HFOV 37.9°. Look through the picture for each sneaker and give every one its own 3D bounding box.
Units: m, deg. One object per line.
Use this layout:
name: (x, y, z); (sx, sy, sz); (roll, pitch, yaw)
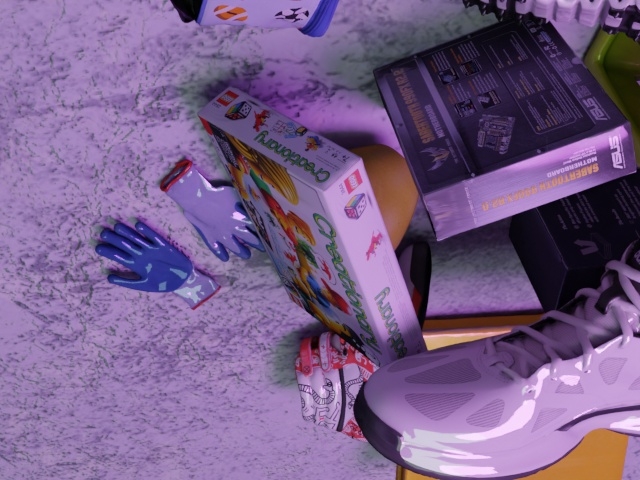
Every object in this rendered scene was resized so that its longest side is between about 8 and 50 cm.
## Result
sneaker: (0.221, -0.255, 0.861); (0.234, 0.106, 0.078); (12, 172, 10)
sneaker: (0.252, 0.076, 0.917); (0.447, 0.169, 0.258); (-5, 124, -19)
sneaker: (0.047, 0.120, 1.139); (0.144, 0.090, 0.270); (13, 110, 12)

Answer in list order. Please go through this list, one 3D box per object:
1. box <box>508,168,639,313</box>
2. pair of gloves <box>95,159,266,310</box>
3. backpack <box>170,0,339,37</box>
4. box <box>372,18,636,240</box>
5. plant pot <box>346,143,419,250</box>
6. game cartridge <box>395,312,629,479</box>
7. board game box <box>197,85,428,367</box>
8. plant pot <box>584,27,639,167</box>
box: (0.317, 0.005, 1.057); (0.158, 0.156, 0.093); (-5, 132, -8)
pair of gloves: (-0.150, 0.000, 1.044); (0.198, 0.023, 0.159); (-38, 126, 19)
backpack: (-0.027, -0.289, 0.681); (0.213, 0.277, 0.263); (10, 140, -18)
box: (0.161, -0.116, 0.869); (0.183, 0.231, 0.056); (-21, 128, 5)
plant pot: (0.050, -0.047, 0.987); (0.095, 0.134, 0.134); (-41, 133, -16)
game cartridge: (0.266, 0.232, 1.261); (0.323, 0.053, 0.286); (-2, 111, -12)
board game box: (0.000, 0.000, 0.951); (0.053, 0.193, 0.305); (-42, 138, -17)
plant pot: (0.422, -0.172, 0.875); (0.207, 0.227, 0.228); (5, 137, -20)
